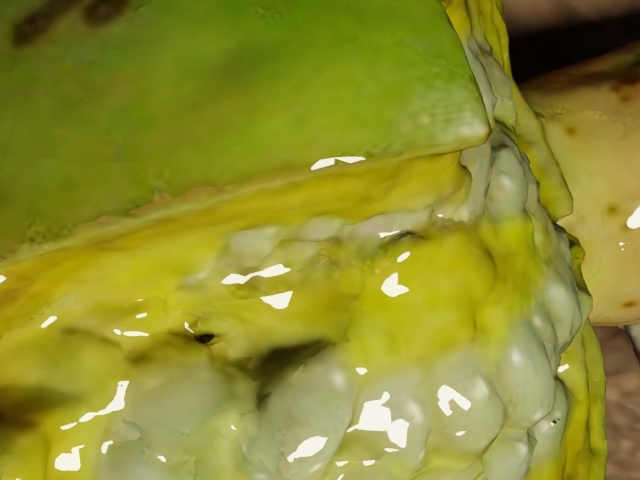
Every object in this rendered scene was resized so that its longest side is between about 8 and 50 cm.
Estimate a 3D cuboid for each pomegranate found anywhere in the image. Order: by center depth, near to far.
[{"bbox_3d":[0.000,0.000,0.448,0.302,0.236,0.236,-16,145,-31],"label":"pomegranate"}]

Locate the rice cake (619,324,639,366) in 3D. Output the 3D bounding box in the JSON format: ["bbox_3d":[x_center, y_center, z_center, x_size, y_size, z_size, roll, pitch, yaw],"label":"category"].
[{"bbox_3d":[0.215,0.073,0.612,0.256,0.052,0.057,27,148,-25],"label":"rice cake"}]
